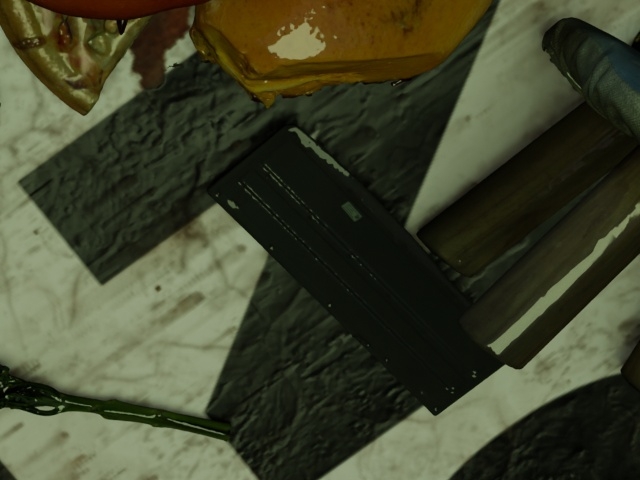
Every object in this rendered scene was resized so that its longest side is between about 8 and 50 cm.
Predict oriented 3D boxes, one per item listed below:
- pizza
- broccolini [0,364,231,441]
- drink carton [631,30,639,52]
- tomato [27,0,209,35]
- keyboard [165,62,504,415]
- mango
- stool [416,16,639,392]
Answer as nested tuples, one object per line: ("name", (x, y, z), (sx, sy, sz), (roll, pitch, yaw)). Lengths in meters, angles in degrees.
("pizza", (-0.158, -0.187, 1.409), (0.176, 0.036, 0.184), (-12, 109, -5))
("broccolini", (-0.178, 0.137, 1.515), (0.218, 0.044, 0.042), (15, 89, -18))
("drink carton", (0.333, -0.136, 1.491), (0.166, 0.056, 0.071), (27, 98, -16))
("tomato", (-0.136, -0.272, 1.273), (0.256, 0.255, 0.224), (-18, 153, -3))
("keyboard", (-0.001, -0.007, 1.488), (0.103, 0.041, 0.381), (-38, 116, 18))
("mango", (0.029, -0.187, 1.392), (0.252, 0.126, 0.153), (-26, 90, -9))
("stool", (0.256, 0.016, 1.395), (0.310, 0.310, 0.226), (32, 101, -14))
